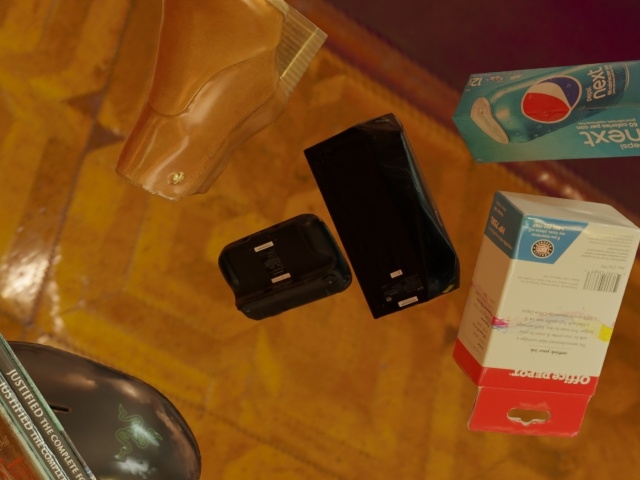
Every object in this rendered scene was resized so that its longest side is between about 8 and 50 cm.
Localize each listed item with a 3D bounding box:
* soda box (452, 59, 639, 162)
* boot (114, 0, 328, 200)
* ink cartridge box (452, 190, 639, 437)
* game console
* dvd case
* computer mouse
[{"bbox_3d":[0.244,-0.128,1.562,0.071,0.210,0.067,57,45,-39],"label":"soda box"},{"bbox_3d":[-0.116,-0.141,1.352,0.104,0.211,0.295,40,6,26],"label":"boot"},{"bbox_3d":[0.218,0.076,1.553,0.134,0.078,0.231,7,109,-20],"label":"ink cartridge box"},{"bbox_3d":[0.000,0.000,1.824,0.044,0.361,0.213,-23,91,-44],"label":"game console"},{"bbox_3d":[-0.083,0.067,0.451,0.013,0.087,0.119,-32,90,-23],"label":"dvd case"},{"bbox_3d":[-0.219,0.134,1.107,0.272,0.072,0.188,11,55,1],"label":"computer mouse"}]
